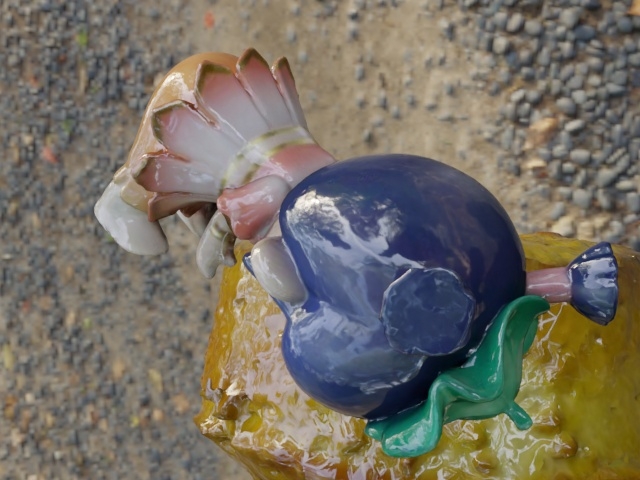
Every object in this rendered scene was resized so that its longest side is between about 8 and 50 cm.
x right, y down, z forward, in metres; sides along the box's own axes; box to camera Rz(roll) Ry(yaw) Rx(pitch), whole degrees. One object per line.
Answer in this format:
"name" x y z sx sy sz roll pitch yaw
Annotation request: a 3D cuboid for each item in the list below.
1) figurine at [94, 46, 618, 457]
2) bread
"figurine" 0.000 0.000 0.399 0.195 0.111 0.102 38 126 26
"bread" 0.094 0.090 0.804 0.337 0.358 0.204 -72 -14 -84
